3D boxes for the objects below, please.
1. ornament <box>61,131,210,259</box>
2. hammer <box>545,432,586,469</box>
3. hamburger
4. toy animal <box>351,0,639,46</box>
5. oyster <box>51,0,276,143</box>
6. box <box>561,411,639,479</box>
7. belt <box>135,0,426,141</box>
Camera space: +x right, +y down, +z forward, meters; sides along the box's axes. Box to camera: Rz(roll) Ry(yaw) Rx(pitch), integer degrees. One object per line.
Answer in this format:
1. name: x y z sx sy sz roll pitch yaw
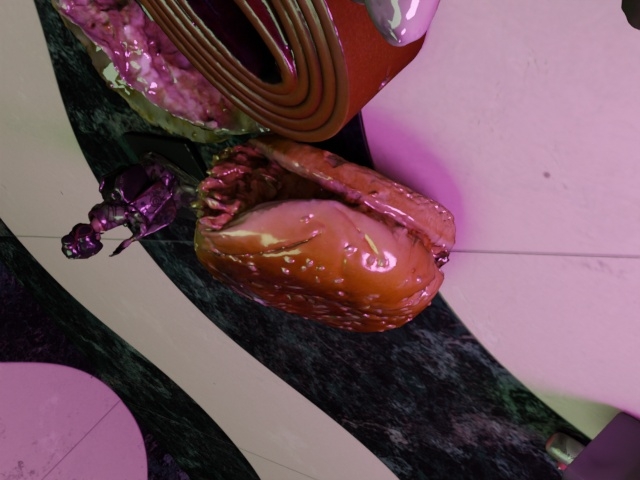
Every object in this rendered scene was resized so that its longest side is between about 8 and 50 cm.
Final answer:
1. ornament: -0.254 -0.027 1.032 0.166 0.196 0.153 14 139 44
2. hammer: 0.287 0.253 0.899 0.052 0.031 0.083 33 161 24
3. hamburger: 0.000 0.000 0.749 0.243 0.146 0.286 3 156 38
4. toy animal: 0.131 -0.158 0.393 0.266 0.188 0.308 -19 111 49
5. oyster: -0.191 -0.207 0.831 0.396 0.111 0.204 40 169 3
6. box: 0.299 0.235 0.768 0.069 0.122 0.084 34 151 41
7. belt: -0.064 -0.238 0.580 0.339 0.122 0.217 53 151 -18
